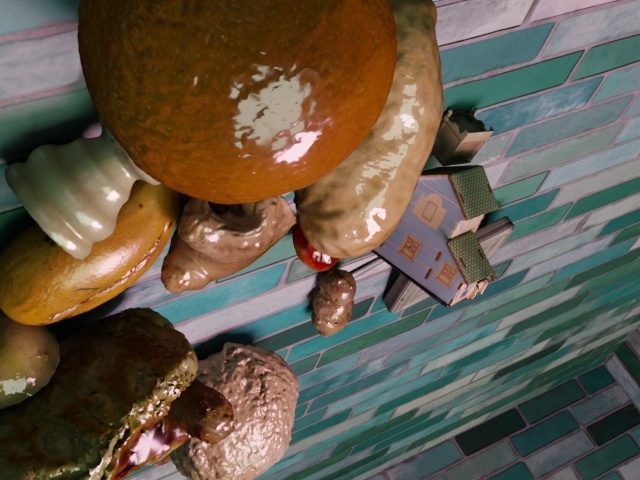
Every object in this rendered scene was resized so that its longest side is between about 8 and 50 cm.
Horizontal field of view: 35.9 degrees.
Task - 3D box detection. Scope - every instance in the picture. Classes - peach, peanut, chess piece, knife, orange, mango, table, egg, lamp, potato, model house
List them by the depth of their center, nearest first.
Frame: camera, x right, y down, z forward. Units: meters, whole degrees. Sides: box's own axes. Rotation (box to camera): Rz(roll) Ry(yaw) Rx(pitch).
[{"bbox_3d":[-0.081,-0.193,1.018,0.322,0.322,0.357,-30,160,-4],"label":"orange"},{"bbox_3d":[-0.240,-0.108,1.206,0.251,0.144,0.144,-38,155,0],"label":"chess piece"},{"bbox_3d":[0.061,-0.157,1.353,0.192,0.169,0.387,12,112,-15],"label":"peanut"},{"bbox_3d":[-0.309,0.016,1.354,0.294,0.120,0.177,-30,157,-5],"label":"mango"},{"bbox_3d":[-0.479,0.149,1.386,0.202,0.182,0.117,-10,129,-1],"label":"potato"},{"bbox_3d":[0.240,-0.181,1.707,0.079,0.062,0.083,-11,148,-41],"label":"table"},{"bbox_3d":[0.210,-0.042,1.716,0.178,0.271,0.206,-16,138,-52],"label":"model house"},{"bbox_3d":[0.001,0.001,1.719,0.100,0.101,0.101,-26,155,-13],"label":"peach"},{"bbox_3d":[-0.181,0.352,1.976,0.279,0.279,0.310,12,102,-57],"label":"egg"},{"bbox_3d":[0.137,0.036,2.047,0.210,0.015,0.028,-28,148,-11],"label":"knife"},{"bbox_3d":[0.279,0.056,2.172,0.269,0.047,0.266,-25,163,-17],"label":"lamp"}]

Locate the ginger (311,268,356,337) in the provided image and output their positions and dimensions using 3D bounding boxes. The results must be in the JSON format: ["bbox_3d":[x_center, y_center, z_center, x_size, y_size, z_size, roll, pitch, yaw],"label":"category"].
[{"bbox_3d":[0.028,0.123,2.004,0.104,0.080,0.204,-39,161,-19],"label":"ginger"}]

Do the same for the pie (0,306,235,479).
[{"bbox_3d":[-0.385,0.244,1.466,0.418,0.395,0.181,-18,115,-30],"label":"pie"}]

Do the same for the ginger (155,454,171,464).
[{"bbox_3d":[-0.380,0.458,2.174,0.133,0.059,0.214,-32,158,-21],"label":"ginger"}]

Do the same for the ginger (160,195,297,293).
[{"bbox_3d":[-0.147,-0.010,1.421,0.221,0.130,0.275,-36,175,2],"label":"ginger"}]

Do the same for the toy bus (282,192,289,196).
[{"bbox_3d":[-0.029,-0.123,1.482,0.123,0.075,0.060,-30,155,-5],"label":"toy bus"}]
